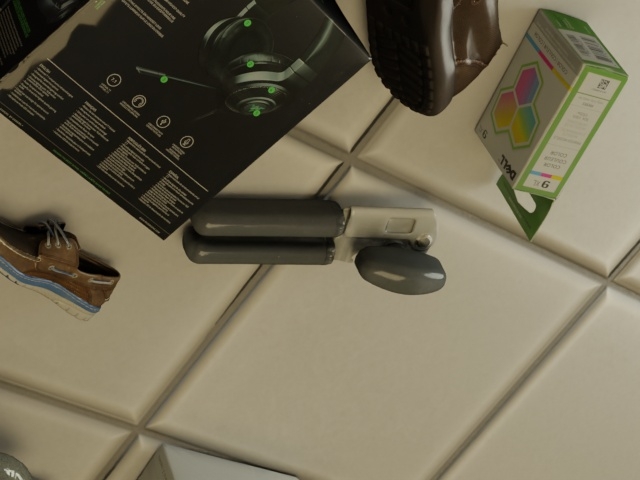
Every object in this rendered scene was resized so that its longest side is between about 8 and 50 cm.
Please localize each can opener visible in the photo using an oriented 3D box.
[{"bbox_3d":[0.000,0.000,1.810,0.280,0.093,0.074,4,126,-19],"label":"can opener"}]

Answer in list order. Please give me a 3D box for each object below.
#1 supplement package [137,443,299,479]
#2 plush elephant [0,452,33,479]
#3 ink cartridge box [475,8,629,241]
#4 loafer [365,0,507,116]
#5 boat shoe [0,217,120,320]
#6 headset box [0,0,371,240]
[{"bbox_3d":[-0.141,0.408,1.997,0.198,0.199,0.262,19,118,-32],"label":"supplement package"},{"bbox_3d":[-0.416,0.320,1.778,0.272,0.255,0.330,-24,132,-3],"label":"plush elephant"},{"bbox_3d":[0.220,-0.116,1.787,0.062,0.109,0.209,11,122,-28],"label":"ink cartridge box"},{"bbox_3d":[0.111,-0.286,1.616,0.130,0.134,0.366,-33,146,-26],"label":"loafer"},{"bbox_3d":[-0.270,0.012,1.727,0.066,0.066,0.183,-44,140,8],"label":"boat shoe"},{"bbox_3d":[-0.131,-0.184,1.576,0.283,0.131,0.246,-41,130,12],"label":"headset box"}]
